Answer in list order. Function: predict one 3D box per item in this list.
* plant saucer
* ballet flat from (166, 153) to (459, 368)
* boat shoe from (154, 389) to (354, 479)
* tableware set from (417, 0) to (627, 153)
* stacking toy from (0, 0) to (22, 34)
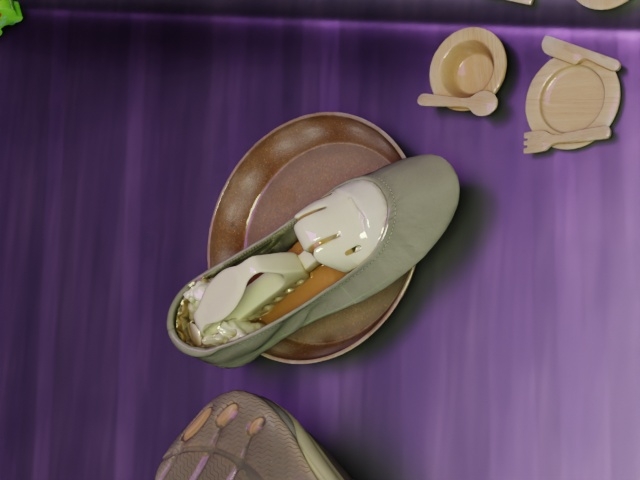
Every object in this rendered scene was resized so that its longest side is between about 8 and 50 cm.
[{"bbox_3d":[0.000,0.000,1.086,0.168,0.029,0.168,-10,72,32],"label":"plant saucer"},{"bbox_3d":[-0.008,0.014,1.028,0.213,0.068,0.072,-35,61,22],"label":"ballet flat"},{"bbox_3d":[0.035,0.232,0.944,0.132,0.130,0.355,-43,53,14],"label":"boat shoe"},{"bbox_3d":[0.135,-0.138,1.035,0.141,0.020,0.169,12,85,35],"label":"tableware set"},{"bbox_3d":[-0.231,-0.279,1.300,0.221,0.052,0.167,-32,62,24],"label":"stacking toy"}]
